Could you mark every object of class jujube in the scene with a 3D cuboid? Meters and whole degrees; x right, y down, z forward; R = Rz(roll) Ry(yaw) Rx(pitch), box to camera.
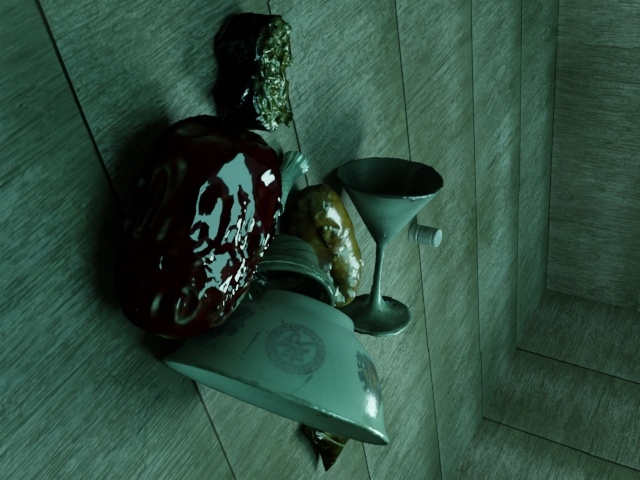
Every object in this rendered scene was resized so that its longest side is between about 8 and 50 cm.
[{"bbox_3d":[-0.195,-0.025,1.176,0.258,0.258,0.377,19,82,-61],"label":"jujube"}]

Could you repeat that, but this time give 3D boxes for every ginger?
[{"bbox_3d":[0.000,0.000,1.627,0.165,0.172,0.321,-23,125,-10],"label":"ginger"}]

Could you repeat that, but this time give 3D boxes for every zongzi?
[{"bbox_3d":[0.001,0.556,1.947,0.187,0.084,0.184,13,101,-54],"label":"zongzi"}]

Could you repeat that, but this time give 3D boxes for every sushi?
[{"bbox_3d":[-0.119,-0.304,1.311,0.147,0.115,0.213,-23,122,-56],"label":"sushi"}]

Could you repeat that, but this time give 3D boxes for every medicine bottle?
[{"bbox_3d":[0.325,-0.016,2.240,0.058,0.091,0.058,-33,130,-51],"label":"medicine bottle"}]

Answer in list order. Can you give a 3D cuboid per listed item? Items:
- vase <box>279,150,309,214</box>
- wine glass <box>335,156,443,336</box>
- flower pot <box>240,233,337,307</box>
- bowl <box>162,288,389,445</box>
[{"bbox_3d":[-0.080,-0.125,1.502,0.149,0.081,0.081,-58,147,-37],"label":"vase"},{"bbox_3d":[0.149,0.019,1.810,0.267,0.267,0.406,-31,134,-52],"label":"wine glass"},{"bbox_3d":[-0.080,0.078,1.476,0.141,0.235,0.235,-86,165,-45],"label":"flower pot"},{"bbox_3d":[-0.052,0.214,1.332,0.435,0.434,0.196,49,57,-56],"label":"bowl"}]
